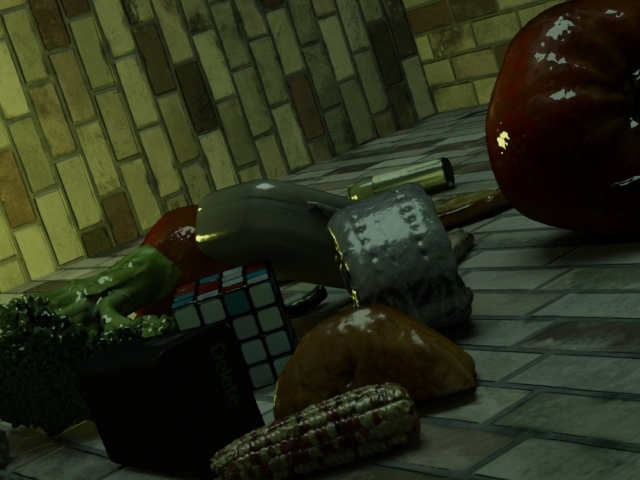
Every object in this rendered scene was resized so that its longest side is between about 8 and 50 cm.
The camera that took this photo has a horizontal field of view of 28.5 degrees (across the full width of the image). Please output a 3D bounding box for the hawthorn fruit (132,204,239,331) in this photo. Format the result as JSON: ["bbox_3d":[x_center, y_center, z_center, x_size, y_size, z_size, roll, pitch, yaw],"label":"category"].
[{"bbox_3d":[-0.262,0.069,2.349,0.261,0.224,0.224,-33,8,7],"label":"hawthorn fruit"}]

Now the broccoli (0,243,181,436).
[{"bbox_3d":[-0.405,0.131,1.978,0.353,0.275,0.397,8,30,-7],"label":"broccoli"}]

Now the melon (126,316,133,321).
[{"bbox_3d":[-0.372,0.184,2.147,0.167,0.114,0.114,-21,10,-16],"label":"melon"}]

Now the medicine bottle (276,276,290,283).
[{"bbox_3d":[-0.069,0.025,2.492,0.351,0.110,0.110,-15,10,18],"label":"medicine bottle"}]

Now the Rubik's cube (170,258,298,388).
[{"bbox_3d":[-0.122,0.132,1.857,0.155,0.154,0.151,-19,10,-1],"label":"Rubik's cube"}]

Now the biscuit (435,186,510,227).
[{"bbox_3d":[0.274,-0.060,2.533,0.299,0.045,0.154,-16,9,9],"label":"biscuit"}]

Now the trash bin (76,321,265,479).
[{"bbox_3d":[-0.193,0.202,1.581,0.115,0.165,0.225,-27,10,-37],"label":"trash bin"}]

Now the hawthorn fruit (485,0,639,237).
[{"bbox_3d":[0.455,-0.183,2.004,0.402,0.403,0.403,-18,10,3],"label":"hawthorn fruit"}]

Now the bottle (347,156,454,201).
[{"bbox_3d":[0.192,-0.128,2.989,0.253,0.079,0.096,-15,-28,16],"label":"bottle"}]

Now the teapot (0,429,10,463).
[{"bbox_3d":[-0.489,0.309,1.849,0.064,0.064,0.083,-10,-21,3],"label":"teapot"}]

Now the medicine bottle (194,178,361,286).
[{"bbox_3d":[0.000,0.000,2.020,0.375,0.123,0.282,13,-11,-30],"label":"medicine bottle"}]

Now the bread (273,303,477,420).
[{"bbox_3d":[0.055,0.143,1.523,0.260,0.134,0.129,-15,9,18],"label":"bread"}]

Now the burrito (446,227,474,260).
[{"bbox_3d":[0.232,0.010,2.222,0.058,0.045,0.188,11,16,16],"label":"burrito"}]

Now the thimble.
[{"bbox_3d":[0.109,0.041,1.790,0.157,0.217,0.245,-23,26,-1],"label":"thimble"}]

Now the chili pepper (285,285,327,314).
[{"bbox_3d":[-0.042,0.114,2.184,0.118,0.035,0.055,-27,-4,8],"label":"chili pepper"}]

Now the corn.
[{"bbox_3d":[-0.005,0.221,1.391,0.237,0.079,0.079,-22,9,5],"label":"corn"}]
